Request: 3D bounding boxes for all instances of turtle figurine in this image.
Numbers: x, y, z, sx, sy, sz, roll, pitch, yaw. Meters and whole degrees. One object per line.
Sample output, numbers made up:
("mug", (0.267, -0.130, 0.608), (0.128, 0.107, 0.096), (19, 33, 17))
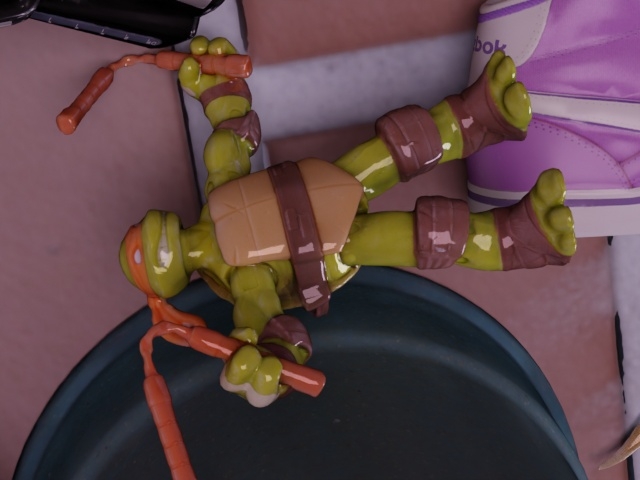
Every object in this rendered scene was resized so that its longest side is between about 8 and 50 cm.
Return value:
("turtle figurine", (0.000, 0.000, 0.592), (0.217, 0.269, 0.087), (-13, 138, -2))

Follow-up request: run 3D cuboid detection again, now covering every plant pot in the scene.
("plant pot", (0.020, 0.211, 0.591), (0.341, 0.334, 0.341), (-2, 103, -10))

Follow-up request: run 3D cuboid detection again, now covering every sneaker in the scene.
("sneaker", (0.217, -0.089, 0.675), (0.282, 0.102, 0.161), (-4, 102, -10))

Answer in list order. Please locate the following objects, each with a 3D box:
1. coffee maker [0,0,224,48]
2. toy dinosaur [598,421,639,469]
("coffee maker", (-0.139, -0.158, 0.576), (0.178, 0.171, 0.120), (8, 110, -30))
("toy dinosaur", (0.237, 0.065, 0.751), (0.093, 0.053, 0.183), (25, 111, -5))
